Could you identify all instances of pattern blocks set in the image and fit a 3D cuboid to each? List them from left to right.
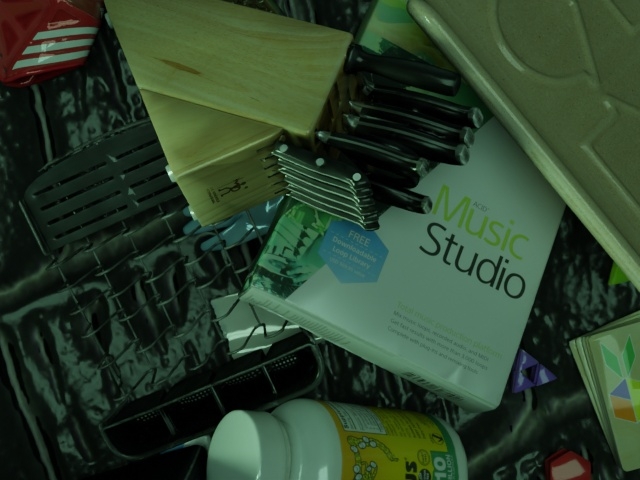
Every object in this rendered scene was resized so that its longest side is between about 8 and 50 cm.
[{"bbox_3d":[0.341,0.132,0.981,0.324,0.026,0.286,-7,90,-4],"label":"pattern blocks set"}]

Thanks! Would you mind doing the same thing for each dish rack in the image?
[{"bbox_3d":[-0.137,0.034,0.896,0.208,0.074,0.272,-23,101,7],"label":"dish rack"}]

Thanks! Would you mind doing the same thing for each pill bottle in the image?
[{"bbox_3d":[0.014,0.197,0.873,0.208,0.117,0.118,13,88,-33],"label":"pill bottle"}]

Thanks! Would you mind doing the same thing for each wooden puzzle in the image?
[{"bbox_3d":[0.263,-0.150,0.909,0.322,0.080,0.348,50,57,-3],"label":"wooden puzzle"}]

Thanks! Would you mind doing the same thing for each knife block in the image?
[{"bbox_3d":[-0.018,-0.126,0.815,0.242,0.088,0.276,-24,64,-3],"label":"knife block"}]

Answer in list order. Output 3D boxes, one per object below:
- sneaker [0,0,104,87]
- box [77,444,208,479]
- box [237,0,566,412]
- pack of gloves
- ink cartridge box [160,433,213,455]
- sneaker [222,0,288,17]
[{"bbox_3d":[-0.303,-0.210,0.908,0.221,0.087,0.128,17,97,8],"label":"sneaker"},{"bbox_3d":[-0.259,0.472,0.790,0.479,0.297,0.472,-17,90,0],"label":"box"},{"bbox_3d":[0.097,-0.045,0.891,0.232,0.058,0.322,27,68,-11],"label":"box"},{"bbox_3d":[0.000,0.000,0.932,0.232,0.046,0.195,-22,101,-3],"label":"pack of gloves"},{"bbox_3d":[-0.117,0.222,0.945,0.048,0.028,0.083,-11,90,-2],"label":"ink cartridge box"},{"bbox_3d":[-0.043,-0.176,0.934,0.064,0.086,0.192,-36,123,6],"label":"sneaker"}]
